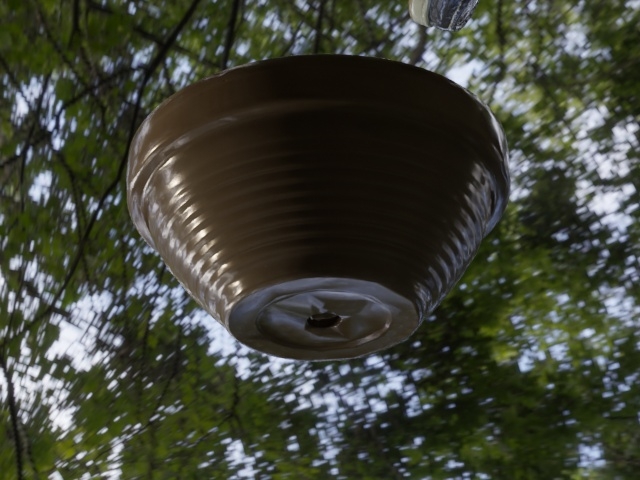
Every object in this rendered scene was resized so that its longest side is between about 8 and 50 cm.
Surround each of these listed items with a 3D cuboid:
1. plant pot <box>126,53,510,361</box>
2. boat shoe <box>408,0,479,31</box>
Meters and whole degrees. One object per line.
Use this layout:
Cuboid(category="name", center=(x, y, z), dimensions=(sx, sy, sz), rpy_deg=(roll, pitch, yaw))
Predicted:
Cuboid(category="plant pot", center=(0.000, 0.000, 0.807), dimensions=(0.237, 0.237, 0.110), rpy_deg=(6, -121, -14))
Cuboid(category="boat shoe", center=(0.139, -0.220, 0.895), dimensions=(0.092, 0.285, 0.103), rpy_deg=(32, -121, 2))
